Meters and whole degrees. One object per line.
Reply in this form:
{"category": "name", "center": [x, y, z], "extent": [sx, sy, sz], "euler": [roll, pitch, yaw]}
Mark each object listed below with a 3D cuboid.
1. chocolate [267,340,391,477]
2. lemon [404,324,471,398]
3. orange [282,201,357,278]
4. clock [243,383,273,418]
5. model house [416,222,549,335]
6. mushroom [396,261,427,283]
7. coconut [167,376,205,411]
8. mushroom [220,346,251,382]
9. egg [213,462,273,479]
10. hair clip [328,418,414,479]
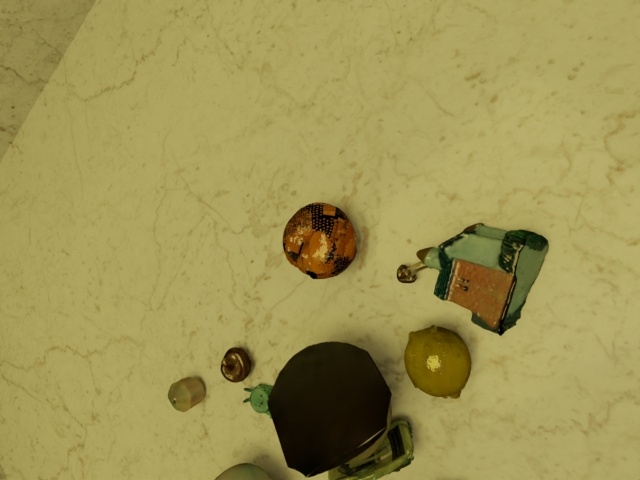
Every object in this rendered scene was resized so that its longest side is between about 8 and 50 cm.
{"category": "chocolate", "center": [0.063, 0.479, 1.188], "extent": [0.314, 0.297, 0.326], "euler": [-35, 42, 0]}
{"category": "lemon", "center": [0.315, 0.327, 1.132], "extent": [0.174, 0.173, 0.206], "euler": [-23, 85, 25]}
{"category": "orange", "center": [0.000, 0.000, 1.274], "extent": [0.235, 0.182, 0.234], "euler": [1, 92, 38]}
{"category": "clock", "center": [-0.206, 0.553, 1.469], "extent": [0.135, 0.041, 0.101], "euler": [5, 94, 26]}
{"category": "model house", "center": [0.393, 0.066, 1.098], "extent": [0.291, 0.184, 0.253], "euler": [21, 103, 35]}
{"category": "mushroom", "center": [0.303, 0.076, 1.195], "extent": [0.187, 0.061, 0.060], "euler": [-20, 81, 21]}
{"category": "coconut", "center": [-0.508, 0.575, 1.576], "extent": [0.116, 0.122, 0.116], "euler": [1, 92, 26]}
{"category": "mushroom", "center": [-0.301, 0.439, 1.492], "extent": [0.109, 0.085, 0.126], "euler": [31, 106, -14]}
{"category": "egg", "center": [-0.264, 0.901, 1.349], "extent": [0.355, 0.354, 0.339], "euler": [-8, 71, 27]}
{"category": "hair clip", "center": [0.161, 0.657, 1.264], "extent": [0.321, 0.138, 0.091], "euler": [-37, 120, 22]}
